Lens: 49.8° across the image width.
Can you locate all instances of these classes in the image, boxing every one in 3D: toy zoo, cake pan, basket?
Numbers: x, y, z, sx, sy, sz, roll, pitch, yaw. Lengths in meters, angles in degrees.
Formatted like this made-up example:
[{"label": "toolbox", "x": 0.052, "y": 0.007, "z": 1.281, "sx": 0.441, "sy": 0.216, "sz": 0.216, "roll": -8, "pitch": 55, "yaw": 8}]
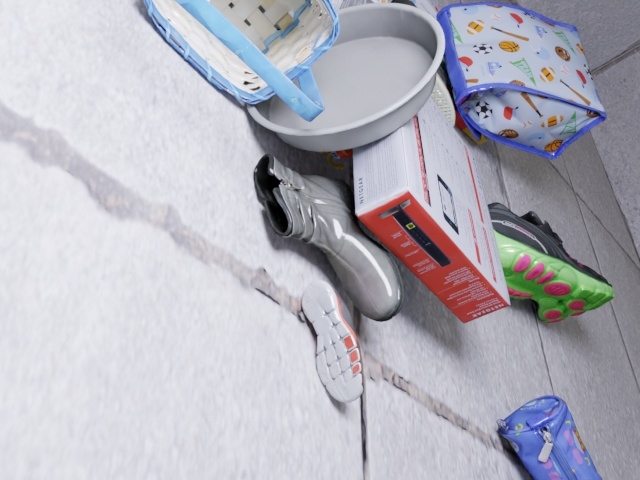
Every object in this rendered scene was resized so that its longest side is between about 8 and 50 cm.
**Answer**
[{"label": "toy zoo", "x": 0.354, "y": -0.370, "z": 1.800, "sx": 0.293, "sy": 0.030, "sz": 0.192, "roll": 29, "pitch": 43, "yaw": -42}, {"label": "cake pan", "x": 0.036, "y": -0.234, "z": 0.985, "sx": 0.054, "sy": 0.293, "sz": 0.293, "roll": 64, "pitch": 20, "yaw": -45}, {"label": "basket", "x": -0.102, "y": -0.296, "z": 0.880, "sx": 0.255, "sy": 0.201, "sz": 0.289, "roll": 41, "pitch": 26, "yaw": -32}]

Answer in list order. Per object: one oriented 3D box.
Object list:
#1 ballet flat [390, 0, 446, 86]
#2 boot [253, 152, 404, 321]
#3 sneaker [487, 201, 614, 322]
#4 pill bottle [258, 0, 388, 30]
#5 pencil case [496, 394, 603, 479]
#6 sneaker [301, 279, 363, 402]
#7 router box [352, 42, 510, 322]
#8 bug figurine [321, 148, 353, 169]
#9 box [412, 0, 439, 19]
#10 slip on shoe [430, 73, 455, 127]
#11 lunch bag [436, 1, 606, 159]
[{"label": "ballet flat", "x": 0.210, "y": -0.448, "z": 1.596, "sx": 0.096, "sy": 0.095, "sz": 0.280, "roll": -11, "pitch": 74, "yaw": -46}, {"label": "boot", "x": 0.000, "y": 0.000, "z": 0.909, "sx": 0.161, "sy": 0.083, "sz": 0.246, "roll": 11, "pitch": 43, "yaw": -48}, {"label": "sneaker", "x": 0.492, "y": 0.045, "z": 1.503, "sx": 0.483, "sy": 0.185, "sz": 0.202, "roll": 28, "pitch": 47, "yaw": -44}, {"label": "pill bottle", "x": -0.020, "y": -0.408, "z": 1.143, "sx": 0.278, "sy": 0.162, "sz": 0.162, "roll": 13, "pitch": 54, "yaw": -51}, {"label": "pencil case", "x": 0.409, "y": 0.407, "z": 1.127, "sx": 0.306, "sy": 0.119, "sz": 0.133, "roll": 63, "pitch": 6, "yaw": 5}, {"label": "sneaker", "x": 0.028, "y": 0.124, "z": 0.863, "sx": 0.065, "sy": 0.061, "sz": 0.158, "roll": 23, "pitch": 47, "yaw": -56}, {"label": "router box", "x": 0.163, "y": -0.089, "z": 1.055, "sx": 0.301, "sy": 0.082, "sz": 0.335, "roll": 43, "pitch": 33, "yaw": -37}, {"label": "bug figurine", "x": 0.103, "y": -0.125, "z": 1.168, "sx": 0.279, "sy": 0.072, "sz": 0.216, "roll": 49, "pitch": 30, "yaw": -22}, {"label": "box", "x": 0.275, "y": -0.734, "z": 1.987, "sx": 0.186, "sy": 0.038, "sz": 0.145, "roll": 39, "pitch": 37, "yaw": -30}, {"label": "slip on shoe", "x": 0.166, "y": -0.350, "z": 1.424, "sx": 0.331, "sy": 0.123, "sz": 0.101, "roll": 47, "pitch": 28, "yaw": -12}, {"label": "lunch bag", "x": 0.473, "y": -0.416, "z": 1.746, "sx": 0.385, "sy": 0.239, "sz": 0.328, "roll": 11, "pitch": 54, "yaw": -25}]
